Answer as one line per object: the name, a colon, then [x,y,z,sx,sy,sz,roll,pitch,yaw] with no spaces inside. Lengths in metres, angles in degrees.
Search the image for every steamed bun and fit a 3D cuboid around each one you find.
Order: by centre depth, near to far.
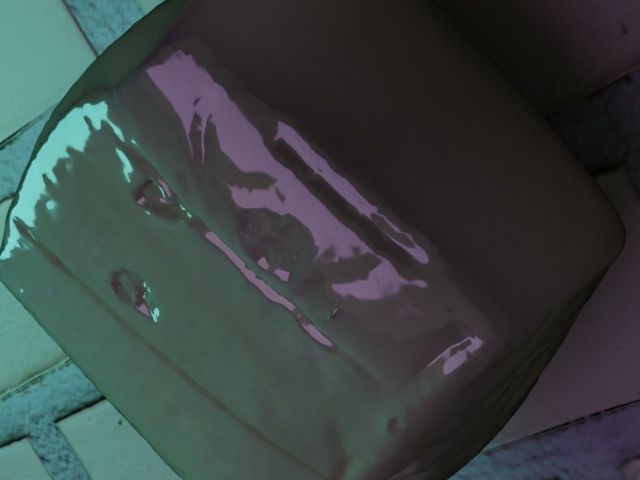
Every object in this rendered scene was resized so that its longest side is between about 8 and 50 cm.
steamed bun: [0.000,0.000,1.111,0.371,0.290,0.456,46,143,-1]
